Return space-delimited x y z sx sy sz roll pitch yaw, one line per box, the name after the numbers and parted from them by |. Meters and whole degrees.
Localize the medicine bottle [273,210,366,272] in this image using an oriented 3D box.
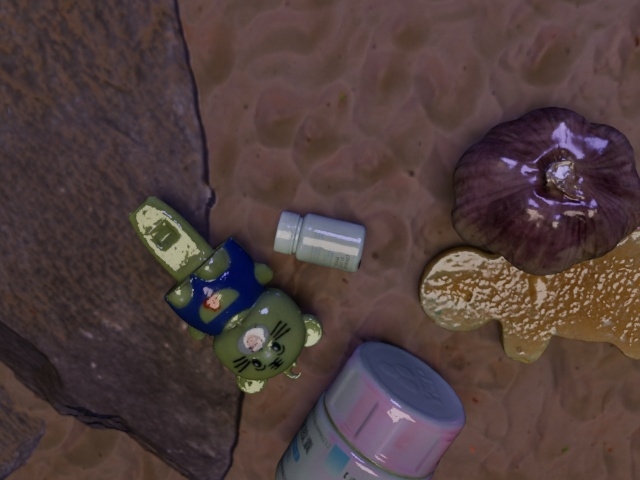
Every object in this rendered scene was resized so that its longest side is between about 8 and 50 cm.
0.000 0.000 0.593 0.083 0.047 0.047 13 107 1 | medicine bottle

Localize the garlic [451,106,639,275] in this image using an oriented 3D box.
0.193 -0.045 0.523 0.159 0.102 0.147 3 69 9 | garlic

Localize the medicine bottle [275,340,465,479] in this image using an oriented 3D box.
0.047 0.200 0.605 0.135 0.135 0.168 30 107 -5 | medicine bottle

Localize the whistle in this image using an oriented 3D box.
-0.094 0.050 0.596 0.105 0.085 0.227 -40 100 5 | whistle

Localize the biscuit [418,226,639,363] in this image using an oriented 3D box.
0.212 0.046 0.599 0.234 0.030 0.153 -3 102 5 | biscuit
